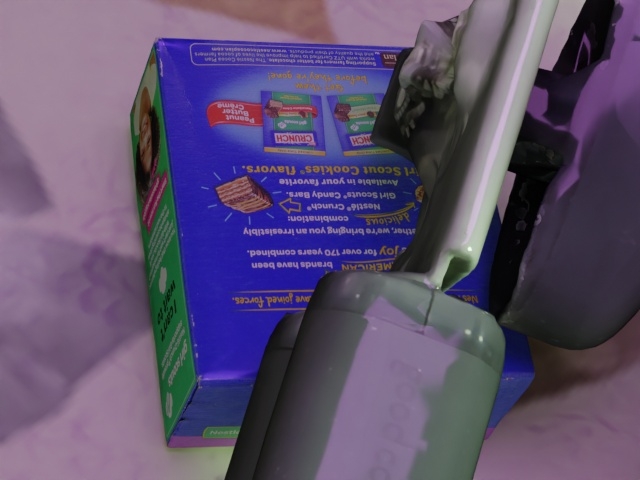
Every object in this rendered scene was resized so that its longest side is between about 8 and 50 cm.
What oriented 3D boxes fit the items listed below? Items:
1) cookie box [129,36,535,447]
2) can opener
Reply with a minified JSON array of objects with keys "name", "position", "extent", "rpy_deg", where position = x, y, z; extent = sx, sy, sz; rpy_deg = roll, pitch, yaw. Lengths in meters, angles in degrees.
[{"name":"cookie box","position":[0.000,0.000,0.534],"extent":[0.092,0.040,0.107],"rpy_deg":[1,57,-16]},{"name":"can opener","position":[0.033,0.046,0.453],"extent":[0.095,0.076,0.283],"rpy_deg":[20,71,-8]}]
